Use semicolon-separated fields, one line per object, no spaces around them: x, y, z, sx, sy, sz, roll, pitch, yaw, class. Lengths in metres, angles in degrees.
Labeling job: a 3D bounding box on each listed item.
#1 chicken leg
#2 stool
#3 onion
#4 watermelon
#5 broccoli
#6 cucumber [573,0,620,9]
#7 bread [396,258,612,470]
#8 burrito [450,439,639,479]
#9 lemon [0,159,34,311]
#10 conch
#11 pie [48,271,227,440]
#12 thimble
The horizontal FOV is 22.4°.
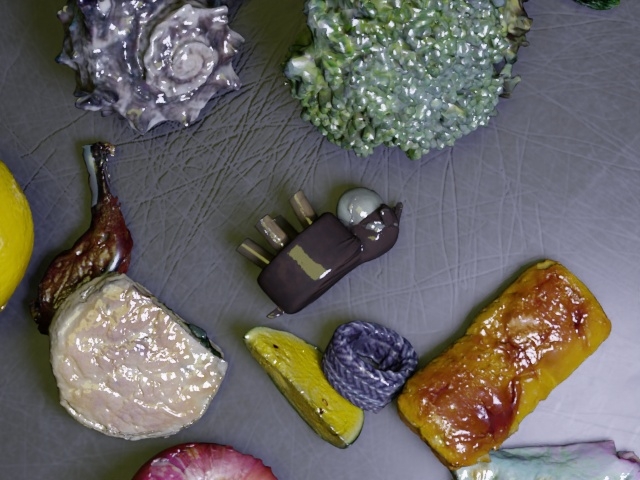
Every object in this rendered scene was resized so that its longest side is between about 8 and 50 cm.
-0.282;0.003;1.983;0.106;0.051;0.253;16;84;10;chicken leg
0.000;0.000;1.928;0.217;0.125;0.121;-39;83;-9;stool
-0.139;0.359;1.903;0.230;0.163;0.230;14;53;-20;onion
-0.006;0.168;1.933;0.075;0.092;0.181;-41;76;-13;watermelon
0.101;-0.267;1.852;0.334;0.324;0.272;-4;58;-36;broccoli
0.272;-0.342;1.966;0.215;0.052;0.058;35;61;4;cucumber
0.219;0.148;1.898;0.271;0.077;0.139;-40;79;-14;bread
0.272;0.306;1.904;0.229;0.089;0.143;-8;89;6;burrito
-0.447;0.002;1.908;0.240;0.240;0.219;-41;116;1;lemon
-0.185;-0.266;1.938;0.241;0.186;0.313;30;69;-21;conch
-0.231;0.150;1.943;0.218;0.052;0.185;43;89;-14;pie
0.058;0.145;1.921;0.104;0.066;0.095;45;45;17;thimble
